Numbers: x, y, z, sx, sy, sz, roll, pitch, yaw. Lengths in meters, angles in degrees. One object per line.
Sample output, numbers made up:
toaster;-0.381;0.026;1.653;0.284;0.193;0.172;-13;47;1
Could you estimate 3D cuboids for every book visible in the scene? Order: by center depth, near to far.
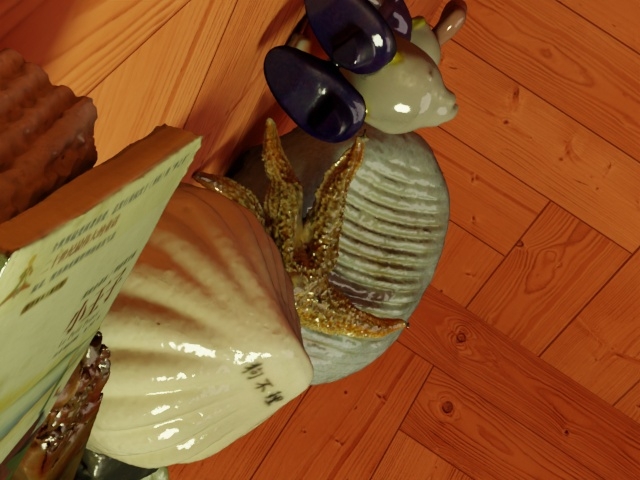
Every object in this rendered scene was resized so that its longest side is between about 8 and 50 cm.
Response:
book;-0.163;0.083;0.598;0.289;0.026;0.201;-58;176;24

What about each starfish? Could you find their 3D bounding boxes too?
starfish;-0.016;0.008;1.404;0.301;0.294;0.084;-15;-163;-32

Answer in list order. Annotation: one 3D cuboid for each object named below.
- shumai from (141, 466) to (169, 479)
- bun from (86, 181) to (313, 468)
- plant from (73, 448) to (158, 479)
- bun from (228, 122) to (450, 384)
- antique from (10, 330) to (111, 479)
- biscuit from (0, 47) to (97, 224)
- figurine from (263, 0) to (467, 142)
shumai;-0.305;0.294;1.450;0.271;0.204;0.222;-28;-164;-22
bun;-0.091;0.088;1.099;0.263;0.175;0.263;-34;131;-50
plant;-0.206;0.162;1.275;0.164;0.141;0.256;-59;173;28
bun;0.000;0.000;1.604;0.362;0.362;0.211;-56;-139;0
antique;-0.235;0.141;0.981;0.087;0.093;0.310;-55;176;-37
biscuit;-0.226;0.089;0.673;0.426;0.078;0.144;-58;178;41
figurine;0.068;-0.199;1.347;0.154;0.193;0.421;-61;-179;19
